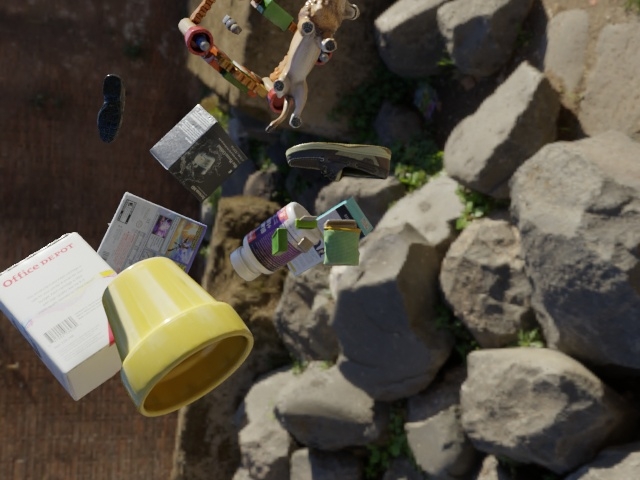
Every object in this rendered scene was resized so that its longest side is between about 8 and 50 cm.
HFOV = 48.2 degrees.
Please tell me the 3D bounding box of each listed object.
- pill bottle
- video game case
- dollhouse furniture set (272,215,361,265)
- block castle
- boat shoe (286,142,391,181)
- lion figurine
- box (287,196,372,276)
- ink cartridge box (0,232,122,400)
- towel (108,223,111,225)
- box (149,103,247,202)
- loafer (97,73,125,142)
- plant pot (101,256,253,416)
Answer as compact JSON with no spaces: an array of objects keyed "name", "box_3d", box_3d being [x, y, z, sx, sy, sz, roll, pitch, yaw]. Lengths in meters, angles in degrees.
[{"name":"pill bottle","box_3d":[-0.106,0.008,1.613,0.193,0.108,0.108,-35,42,17]},{"name":"video game case","box_3d":[-0.477,0.038,1.976,0.061,0.244,0.270,134,159,-73]},{"name":"dollhouse furniture set","box_3d":[0.000,0.000,1.152,0.058,0.151,0.076,144,126,-73]},{"name":"block castle","box_3d":[-0.206,-0.637,2.315,0.303,0.453,0.213,-49,44,12]},{"name":"boat shoe","box_3d":[0.037,-0.160,1.507,0.080,0.223,0.074,79,-168,-76]},{"name":"lion figurine","box_3d":[-0.043,-0.482,1.894,0.392,0.142,0.240,-55,17,21]},{"name":"box","box_3d":[0.006,-0.008,1.826,0.244,0.060,0.101,-30,97,31]},{"name":"ink cartridge box","box_3d":[-0.535,0.159,1.565,0.306,0.226,0.131,40,148,25]},{"name":"towel","box_3d":[-0.580,-0.035,2.115,0.060,0.083,0.009,27,102,29]},{"name":"box","box_3d":[-0.280,-0.199,1.662,0.093,0.158,0.156,43,176,35]},{"name":"loafer","box_3d":[-0.518,-0.330,1.802,0.061,0.062,0.170,-50,-27,-80]},{"name":"plant pot","box_3d":[-0.298,0.172,1.398,0.239,0.254,0.254,52,144,22]}]
